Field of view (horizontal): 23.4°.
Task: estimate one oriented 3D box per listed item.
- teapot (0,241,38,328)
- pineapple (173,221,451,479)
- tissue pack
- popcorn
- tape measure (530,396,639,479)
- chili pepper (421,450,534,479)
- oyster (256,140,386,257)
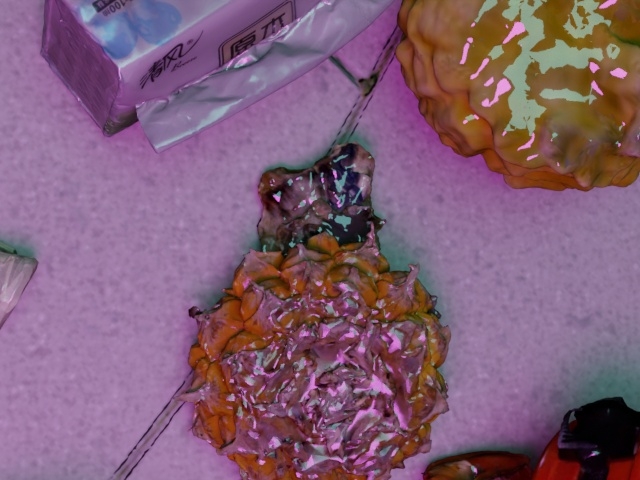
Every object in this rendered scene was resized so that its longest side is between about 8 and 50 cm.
[{"bbox_3d":[-0.246,0.019,1.088,0.083,0.057,0.067,26,41,-8],"label":"teapot"},{"bbox_3d":[0.003,0.100,1.111,0.225,0.076,0.224,-1,99,-10],"label":"pineapple"},{"bbox_3d":[-0.065,-0.166,1.093,0.229,0.159,0.145,-35,87,-17],"label":"tissue pack"},{"bbox_3d":[0.179,-0.144,1.127,0.249,0.225,0.249,-3,108,-10],"label":"popcorn"},{"bbox_3d":[0.228,0.239,1.102,0.253,0.114,0.260,60,42,-33],"label":"tape measure"},{"bbox_3d":[0.142,0.250,1.156,0.086,0.084,0.192,-18,87,16],"label":"chili pepper"},{"bbox_3d":[0.007,0.007,1.159,0.103,0.051,0.148,-16,99,-9],"label":"oyster"}]
